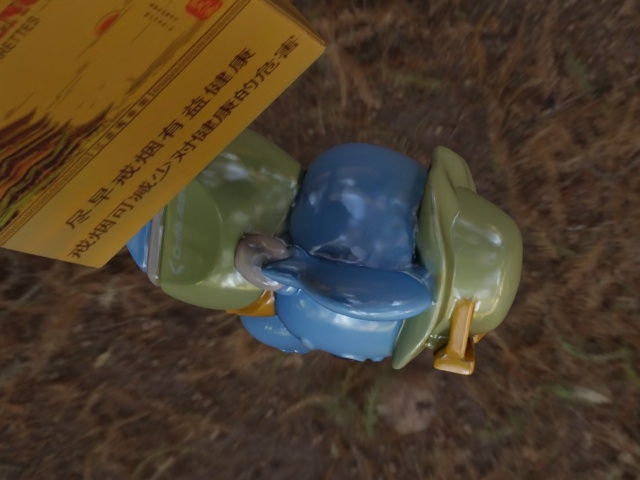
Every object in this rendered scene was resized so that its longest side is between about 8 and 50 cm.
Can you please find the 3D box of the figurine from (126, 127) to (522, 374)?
[{"bbox_3d":[0.000,-0.003,0.912,0.262,0.180,0.153,18,84,27],"label":"figurine"}]

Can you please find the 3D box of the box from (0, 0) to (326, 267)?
[{"bbox_3d":[-0.122,-0.083,0.633,0.174,0.274,0.076,-44,71,10],"label":"box"}]
